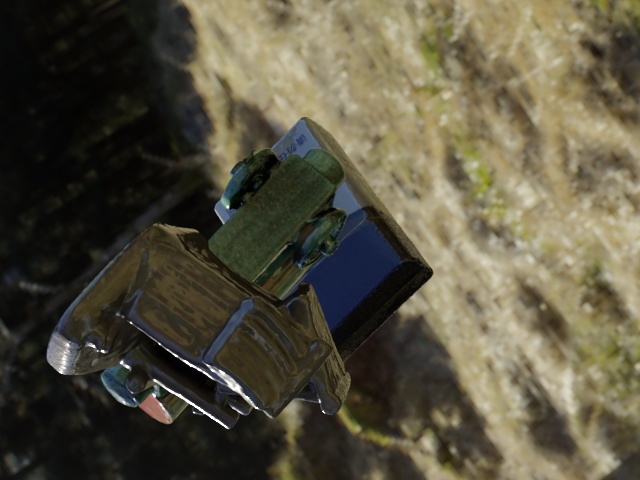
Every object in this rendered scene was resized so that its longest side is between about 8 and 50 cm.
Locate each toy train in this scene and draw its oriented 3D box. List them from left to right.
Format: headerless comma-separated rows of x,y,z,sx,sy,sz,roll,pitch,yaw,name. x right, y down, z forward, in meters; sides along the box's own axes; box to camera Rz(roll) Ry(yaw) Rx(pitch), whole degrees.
-0.083,0.042,1.242,0.116,0.285,0.177,38,160,8,toy train

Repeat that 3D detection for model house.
-0.068,0.071,0.979,0.188,0.122,0.229,25,180,7,model house

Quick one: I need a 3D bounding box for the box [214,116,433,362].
0.000,0.000,1.614,0.071,0.168,0.259,30,-161,-49,box
